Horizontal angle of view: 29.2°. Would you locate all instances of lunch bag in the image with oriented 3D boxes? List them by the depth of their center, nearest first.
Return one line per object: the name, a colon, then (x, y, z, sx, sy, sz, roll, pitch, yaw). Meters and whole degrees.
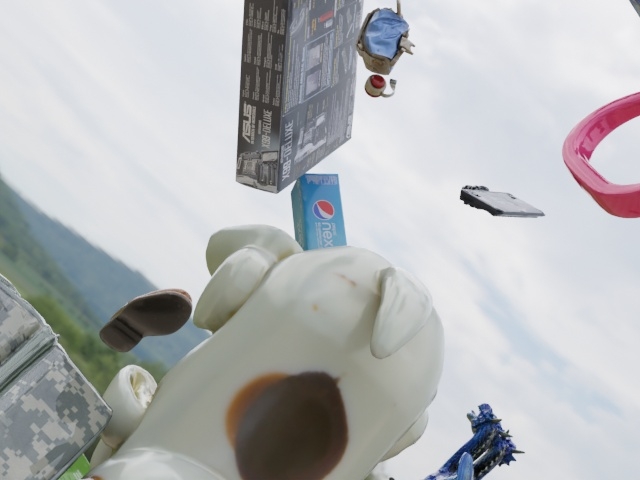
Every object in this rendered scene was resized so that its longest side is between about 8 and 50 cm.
lunch bag: (-0.369, 0.142, 1.055, 0.305, 0.212, 0.256, -30, -77, 38)

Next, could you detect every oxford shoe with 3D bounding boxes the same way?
oxford shoe: (-0.255, 0.102, 1.847, 0.076, 0.076, 0.212, 46, -41, -19)

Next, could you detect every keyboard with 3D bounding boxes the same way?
keyboard: (0.281, -0.060, 1.974, 0.108, 0.023, 0.180, 32, 16, 29)

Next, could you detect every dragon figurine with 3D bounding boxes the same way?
dragon figurine: (0.147, 0.282, 1.306, 0.085, 0.144, 0.289, 49, 22, -12)

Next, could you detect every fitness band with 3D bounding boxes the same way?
fitness band: (0.437, -0.129, 1.645, 0.054, 0.209, 0.291, 50, 8, -23)

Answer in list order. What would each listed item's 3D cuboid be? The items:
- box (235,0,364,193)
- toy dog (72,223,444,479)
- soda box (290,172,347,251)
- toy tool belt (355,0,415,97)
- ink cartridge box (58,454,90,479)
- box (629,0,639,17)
box: (-0.026, -0.252, 1.789, 0.077, 0.242, 0.307, 18, -58, 22)
toy dog: (-0.066, 0.213, 1.108, 0.284, 0.408, 0.395, 49, -28, -17)
soda box: (0.000, 0.000, 1.945, 0.067, 0.210, 0.071, 1, -25, -15)
toy tool belt: (0.059, -0.177, 1.121, 0.052, 0.083, 0.051, 15, -26, -9)
ink cartridge box: (-0.425, 0.388, 1.777, 0.189, 0.097, 0.255, 53, -48, 21)
box: (0.422, -0.279, 1.519, 0.137, 0.027, 0.094, 25, 36, -42)
